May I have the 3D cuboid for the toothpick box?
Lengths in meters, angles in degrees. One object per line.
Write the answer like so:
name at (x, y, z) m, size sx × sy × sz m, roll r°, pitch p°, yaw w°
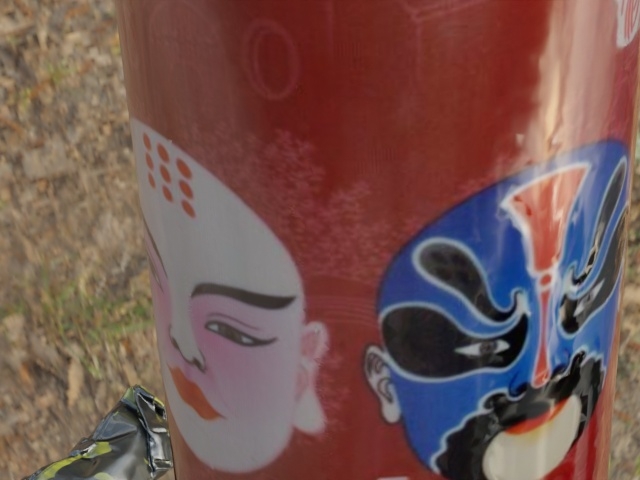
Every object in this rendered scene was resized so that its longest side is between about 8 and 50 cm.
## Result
toothpick box at (0.025, -0.028, 0.589) m, size 0.204 × 0.333 × 0.204 m, roll -3°, pitch 33°, yaw 2°

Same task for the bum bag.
bum bag at (-0.236, 0.249, 1.590) m, size 0.106 × 0.060 × 0.232 m, roll 39°, pitch 44°, yaw 8°
